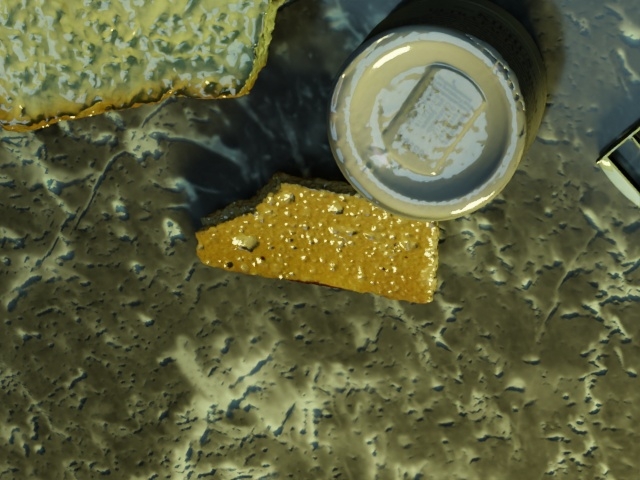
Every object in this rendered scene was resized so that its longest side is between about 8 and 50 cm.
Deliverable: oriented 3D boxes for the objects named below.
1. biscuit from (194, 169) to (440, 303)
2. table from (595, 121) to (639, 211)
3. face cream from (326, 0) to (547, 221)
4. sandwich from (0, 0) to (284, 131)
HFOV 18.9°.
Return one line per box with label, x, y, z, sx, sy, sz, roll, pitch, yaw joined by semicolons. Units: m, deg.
biscuit;-0.005;-0.009;1.793;0.236;0.026;0.131;10;134;13
table;0.352;-0.065;1.688;0.175;0.062;0.146;-41;95;20
face cream;0.104;-0.118;1.684;0.177;0.153;0.177;4;109;12
sandwich;-0.167;-0.250;1.723;0.325;0.131;0.262;-9;105;20
